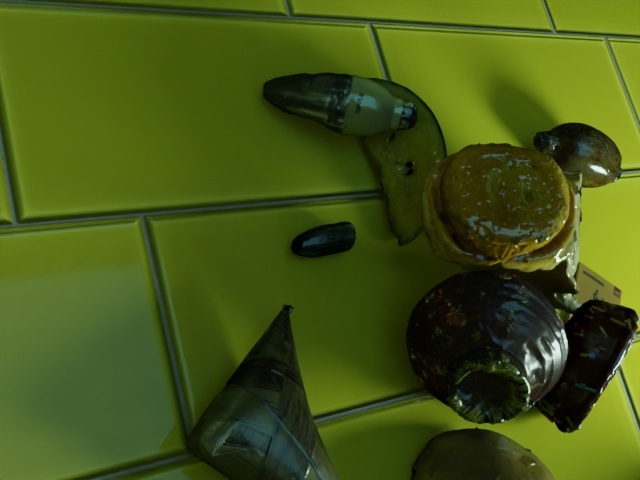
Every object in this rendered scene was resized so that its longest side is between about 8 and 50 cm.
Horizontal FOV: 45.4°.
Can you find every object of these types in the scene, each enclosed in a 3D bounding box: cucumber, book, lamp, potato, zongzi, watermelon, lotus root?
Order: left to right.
[{"bbox_3d":[-0.029,0.238,1.017,0.221,0.112,0.242,41,56,-8],"label":"zongzi"},{"bbox_3d":[0.000,0.000,1.168,0.105,0.048,0.048,-11,77,-31],"label":"cucumber"},{"bbox_3d":[0.031,-0.218,1.222,0.250,0.101,0.101,10,65,-5],"label":"lamp"},{"bbox_3d":[0.140,-0.146,1.281,0.129,0.123,0.301,-15,76,-11],"label":"watermelon"},{"bbox_3d":[0.245,0.159,1.138,0.247,0.247,0.246,11,66,-26],"label":"lamp"},{"bbox_3d":[0.254,0.396,1.072,0.239,0.116,0.299,5,61,-13],"label":"potato"},{"bbox_3d":[0.502,-0.168,1.484,0.210,0.120,0.120,18,63,-24],"label":"lotus root"},{"bbox_3d":[0.508,0.139,1.425,0.118,0.012,0.172,32,58,-17],"label":"book"}]

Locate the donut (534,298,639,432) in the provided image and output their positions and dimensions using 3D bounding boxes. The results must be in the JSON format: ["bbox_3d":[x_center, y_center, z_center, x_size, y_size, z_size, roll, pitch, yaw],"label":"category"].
[{"bbox_3d":[0.420,0.195,1.236,0.089,0.235,0.235,29,56,11],"label":"donut"}]

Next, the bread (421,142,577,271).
[{"bbox_3d":[0.271,-0.051,1.151,0.236,0.120,0.198,4,62,-4],"label":"bread"}]

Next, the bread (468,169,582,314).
[{"bbox_3d":[0.406,-0.006,1.303,0.224,0.211,0.183,33,51,-9],"label":"bread"}]
